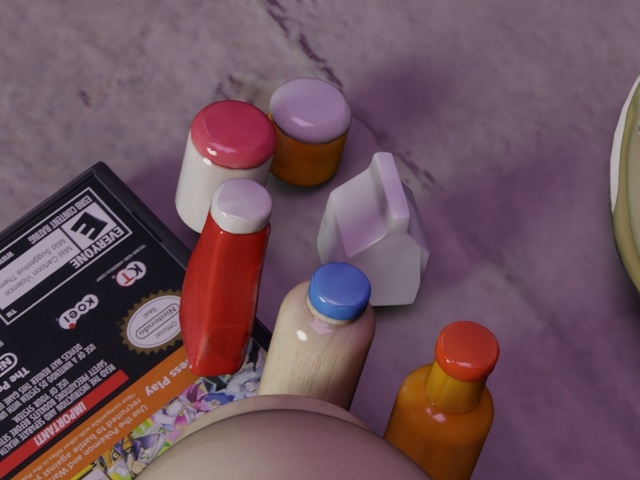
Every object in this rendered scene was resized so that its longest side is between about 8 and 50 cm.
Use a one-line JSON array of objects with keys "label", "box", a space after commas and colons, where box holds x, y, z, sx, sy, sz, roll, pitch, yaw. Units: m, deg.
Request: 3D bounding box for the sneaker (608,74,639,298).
[{"label": "sneaker", "box": [0.240, -0.135, 0.861, 0.158, 0.182, 0.410, 18, 64, 13]}]

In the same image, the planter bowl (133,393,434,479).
[{"label": "planter bowl", "box": [-0.015, 0.127, 0.721, 0.162, 0.162, 0.109, -7, 33, 0]}]

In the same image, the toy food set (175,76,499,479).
[{"label": "toy food set", "box": [0.000, 0.000, 0.818, 0.111, 0.104, 0.232, -1, 50, -15]}]

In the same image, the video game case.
[{"label": "video game case", "box": [-0.124, 0.128, 0.823, 0.275, 0.035, 0.248, -38, 65, -17]}]
